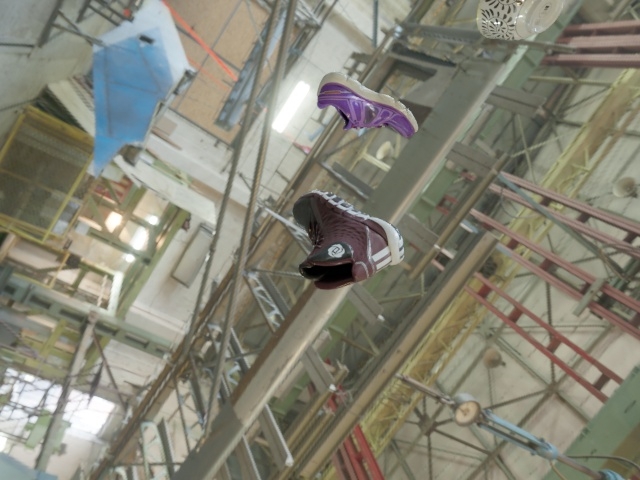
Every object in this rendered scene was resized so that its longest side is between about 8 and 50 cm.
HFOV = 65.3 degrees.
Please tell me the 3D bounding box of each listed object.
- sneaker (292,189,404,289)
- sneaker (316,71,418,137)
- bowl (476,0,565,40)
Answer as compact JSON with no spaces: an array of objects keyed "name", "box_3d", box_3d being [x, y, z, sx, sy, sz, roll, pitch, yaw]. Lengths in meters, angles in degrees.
[{"name":"sneaker","box_3d":[0.000,0.000,0.907,0.162,0.106,0.281,-34,-144,-28]},{"name":"sneaker","box_3d":[0.070,-0.196,0.776,0.068,0.170,0.071,-135,-113,-74]},{"name":"bowl","box_3d":[0.364,-0.412,0.864,0.170,0.170,0.080,-49,-125,22]}]
